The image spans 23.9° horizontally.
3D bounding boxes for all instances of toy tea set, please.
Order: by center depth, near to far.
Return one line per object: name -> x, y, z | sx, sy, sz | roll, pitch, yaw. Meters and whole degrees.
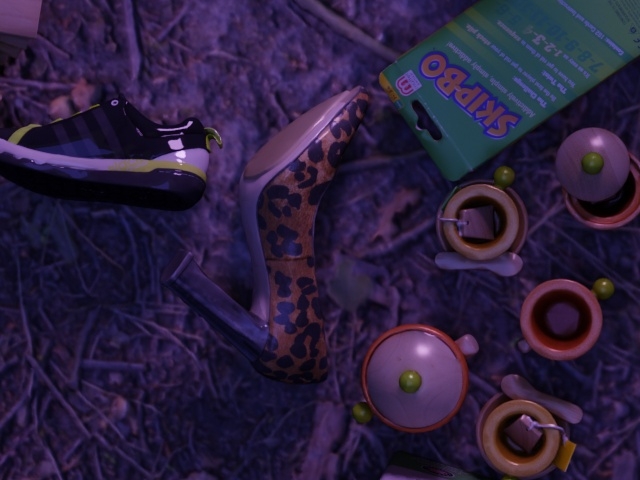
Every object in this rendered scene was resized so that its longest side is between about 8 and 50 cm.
toy tea set -> 0.165, 0.051, 1.331 | 0.200, 0.124, 0.336 | 20, 93, 10

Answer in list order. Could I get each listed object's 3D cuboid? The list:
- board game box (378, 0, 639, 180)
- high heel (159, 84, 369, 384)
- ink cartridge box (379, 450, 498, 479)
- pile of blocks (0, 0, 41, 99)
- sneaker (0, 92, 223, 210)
board game box -> 0.189, -0.173, 1.361 | 0.259, 0.039, 0.124 | -35, 89, 8
high heel -> 0.000, 0.000, 1.402 | 0.186, 0.093, 0.261 | 42, 88, -19
ink cartridge box -> 0.129, 0.290, 1.293 | 0.201, 0.278, 0.117 | 16, 98, 7
pile of blocks -> -0.330, -0.257, 1.407 | 0.149, 0.112, 0.362 | 12, 101, -14
sneaker -> -0.208, -0.091, 1.424 | 0.234, 0.084, 0.097 | 10, 73, 7
